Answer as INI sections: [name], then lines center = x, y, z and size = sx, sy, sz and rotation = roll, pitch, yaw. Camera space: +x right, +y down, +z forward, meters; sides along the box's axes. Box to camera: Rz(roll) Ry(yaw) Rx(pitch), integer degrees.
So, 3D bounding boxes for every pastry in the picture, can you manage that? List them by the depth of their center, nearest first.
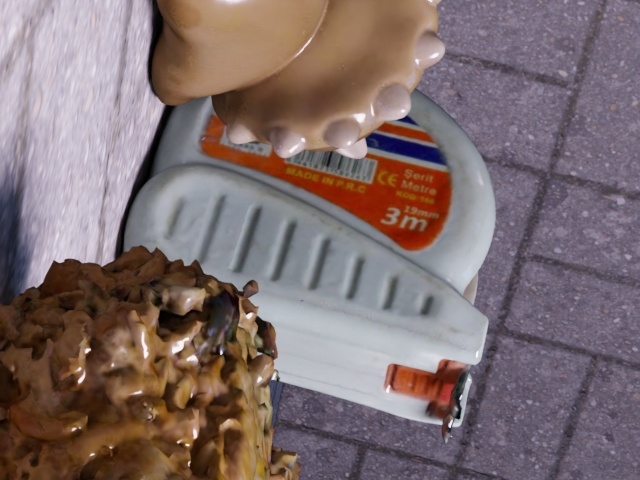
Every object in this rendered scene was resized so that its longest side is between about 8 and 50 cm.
[pastry]
center = -0.081, 0.133, 0.851
size = 0.275, 0.193, 0.275
rotation = 14, 90, -86

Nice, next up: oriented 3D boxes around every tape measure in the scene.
[tape measure]
center = 0.000, 0.001, 1.285
size = 0.125, 0.243, 0.246
rotation = 102, 4, -51

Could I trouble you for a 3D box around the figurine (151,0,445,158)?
[figurine]
center = -0.006, -0.143, 1.159
size = 0.247, 0.173, 0.177
rotation = 102, 4, -55
